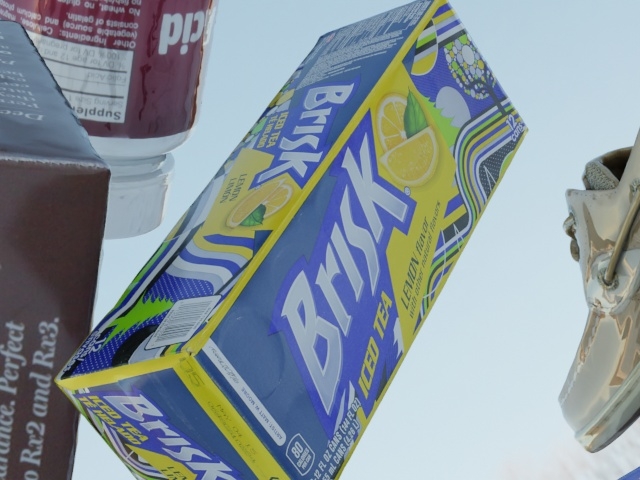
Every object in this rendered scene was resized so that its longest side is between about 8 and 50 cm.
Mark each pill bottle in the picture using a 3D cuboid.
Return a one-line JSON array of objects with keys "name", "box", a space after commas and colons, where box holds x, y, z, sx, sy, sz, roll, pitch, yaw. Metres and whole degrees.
[{"name": "pill bottle", "box": [-0.217, -0.214, 1.351, 0.224, 0.224, 0.392, -9, -60, -40]}]

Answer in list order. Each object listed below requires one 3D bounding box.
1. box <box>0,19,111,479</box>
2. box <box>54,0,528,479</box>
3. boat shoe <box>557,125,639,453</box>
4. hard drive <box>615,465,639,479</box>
[{"name": "box", "box": [-0.180, 0.015, 0.466, 0.167, 0.203, 0.168, 4, -71, -22]}, {"name": "box", "box": [0.000, 0.000, 0.391, 0.054, 0.059, 0.169, -15, 29, 40]}, {"name": "boat shoe", "box": [0.206, -0.015, 0.804, 0.122, 0.110, 0.341, -35, -28, -47]}, {"name": "hard drive", "box": [0.202, 0.162, 0.771, 0.319, 0.040, 0.210, -30, -28, -6]}]
